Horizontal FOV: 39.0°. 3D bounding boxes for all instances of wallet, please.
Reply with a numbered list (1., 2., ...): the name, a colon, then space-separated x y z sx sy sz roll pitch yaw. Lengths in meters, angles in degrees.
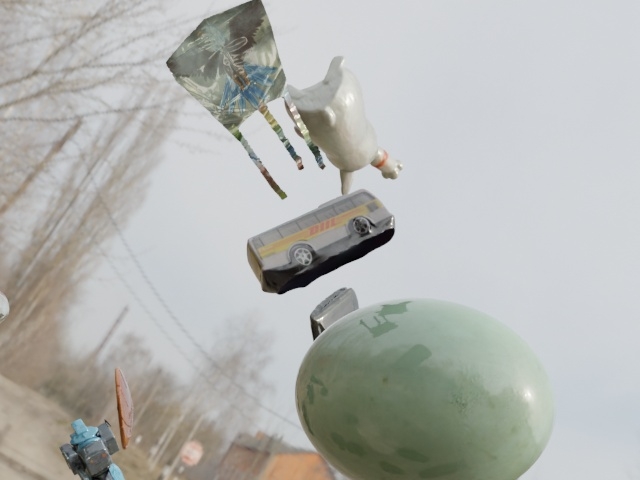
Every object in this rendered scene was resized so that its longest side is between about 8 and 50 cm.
1. wallet: 0.045 0.236 1.931 0.052 0.168 0.245 1 -67 32

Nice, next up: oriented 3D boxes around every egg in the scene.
1. egg: 0.134 0.216 1.243 0.389 0.276 0.276 0 -33 39

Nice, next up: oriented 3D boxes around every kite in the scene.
1. kite: -0.104 -0.199 1.371 0.015 0.169 0.310 35 -25 57

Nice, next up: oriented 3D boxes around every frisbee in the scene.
1. frisbee: -0.455 0.391 2.113 0.035 0.192 0.192 -6 -13 -12

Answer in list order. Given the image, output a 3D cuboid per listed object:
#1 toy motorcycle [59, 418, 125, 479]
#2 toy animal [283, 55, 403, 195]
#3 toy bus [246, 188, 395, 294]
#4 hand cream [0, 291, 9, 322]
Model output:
1. toy motorcycle: -0.425 0.474 1.774 0.182 0.123 0.272 38 -33 45
2. toy animal: 0.038 -0.191 1.589 0.138 0.140 0.282 61 6 30
3. toy bus: 0.000 0.000 1.047 0.072 0.172 0.057 55 -21 26
4. hand cream: -0.601 0.126 1.581 0.340 0.124 0.078 178 -102 -77
